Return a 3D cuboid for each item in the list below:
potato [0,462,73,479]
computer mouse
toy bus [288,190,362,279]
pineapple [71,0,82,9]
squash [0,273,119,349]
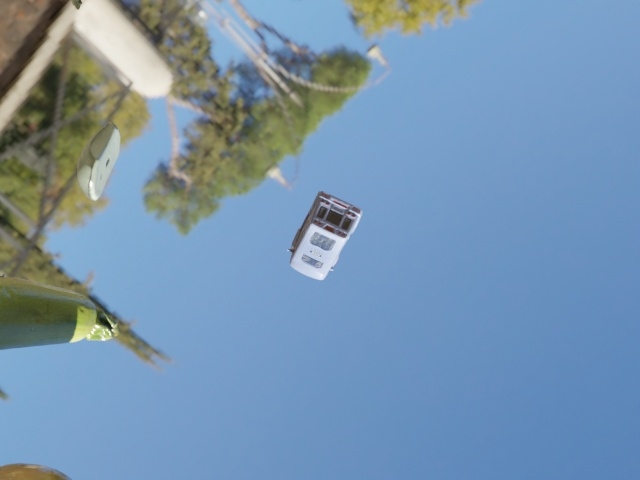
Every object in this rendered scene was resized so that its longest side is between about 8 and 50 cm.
[{"bbox_3d":[-0.351,0.350,1.346,0.397,0.290,0.296,-50,-173,35],"label":"potato"},{"bbox_3d":[-0.253,-0.093,1.319,0.032,0.056,0.110,11,-136,4],"label":"computer mouse"},{"bbox_3d":[0.000,0.000,1.657,0.167,0.073,0.076,117,-4,-59],"label":"toy bus"},{"bbox_3d":[-0.326,-0.427,1.289,0.223,0.357,0.223,-26,-169,5],"label":"pineapple"},{"bbox_3d":[-0.324,0.091,1.381,0.075,0.200,0.090,-5,-99,38],"label":"squash"}]
